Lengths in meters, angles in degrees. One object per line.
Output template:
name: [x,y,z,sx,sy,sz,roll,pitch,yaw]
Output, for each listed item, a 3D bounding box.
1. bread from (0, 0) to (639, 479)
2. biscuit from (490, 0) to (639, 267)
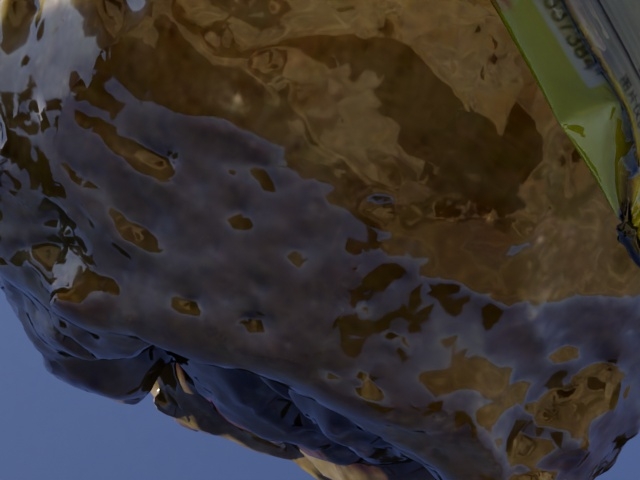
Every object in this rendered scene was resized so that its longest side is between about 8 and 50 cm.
bread: [0.000,0.000,0.553,0.230,0.230,0.123,26,-108,-1]
biscuit: [0.006,-0.123,0.370,0.048,0.026,0.292,-44,-70,-35]
